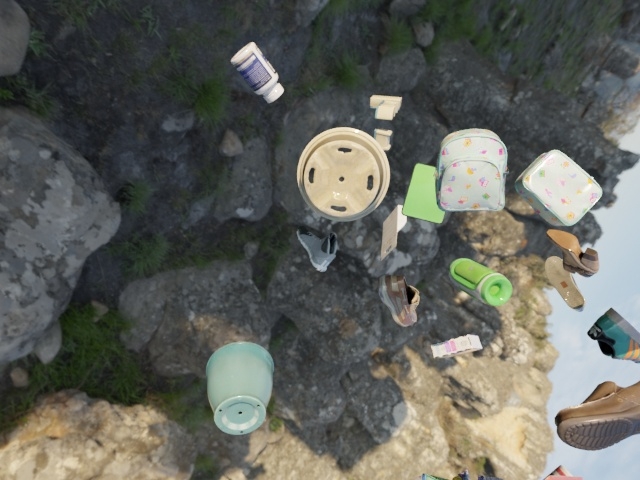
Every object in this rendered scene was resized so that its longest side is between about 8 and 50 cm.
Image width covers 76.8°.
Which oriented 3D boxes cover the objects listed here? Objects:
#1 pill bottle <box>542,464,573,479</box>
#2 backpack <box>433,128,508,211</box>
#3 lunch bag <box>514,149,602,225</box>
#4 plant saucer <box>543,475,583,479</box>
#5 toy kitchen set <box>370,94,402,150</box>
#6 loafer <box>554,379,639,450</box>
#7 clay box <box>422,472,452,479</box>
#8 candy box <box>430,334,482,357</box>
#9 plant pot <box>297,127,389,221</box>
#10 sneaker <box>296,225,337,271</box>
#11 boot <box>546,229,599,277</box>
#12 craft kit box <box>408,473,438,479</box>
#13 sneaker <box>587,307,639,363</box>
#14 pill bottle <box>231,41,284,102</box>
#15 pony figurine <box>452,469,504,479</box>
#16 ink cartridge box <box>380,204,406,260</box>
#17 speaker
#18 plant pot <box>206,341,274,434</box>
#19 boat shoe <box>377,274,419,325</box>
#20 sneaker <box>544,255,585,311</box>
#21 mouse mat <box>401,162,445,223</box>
[{"bbox_3d":[0.691,0.770,1.196,0.180,0.108,0.108,-42,157,2],"label":"pill bottle"},{"bbox_3d":[0.351,-0.161,0.946,0.144,0.165,0.189,-44,132,-62],"label":"backpack"},{"bbox_3d":[0.938,-0.205,1.593,0.224,0.279,0.108,-47,179,-1],"label":"lunch bag"},{"bbox_3d":[0.558,0.707,1.019,0.259,0.048,0.258,27,101,-37],"label":"plant saucer"},{"bbox_3d":[0.241,-0.473,1.621,0.207,0.122,0.166,-56,152,-53],"label":"toy kitchen set"},{"bbox_3d":[0.798,0.470,1.116,0.365,0.130,0.134,-5,120,-11],"label":"loafer"},{"bbox_3d":[0.616,1.190,1.951,0.127,0.222,0.053,52,44,-39],"label":"clay box"},{"bbox_3d":[0.667,0.522,1.982,0.196,0.070,0.164,-25,153,29],"label":"candy box"},{"bbox_3d":[0.072,-0.206,1.305,0.334,0.333,0.305,-58,-177,11],"label":"plant pot"},{"bbox_3d":[0.000,0.000,1.563,0.086,0.229,0.132,16,125,-47],"label":"sneaker"},{"bbox_3d":[0.542,0.033,0.877,0.042,0.118,0.087,-39,142,-14],"label":"boot"},{"bbox_3d":[0.260,0.875,1.226,0.247,0.061,0.250,-49,-165,41],"label":"craft kit box"},{"bbox_3d":[0.962,0.331,1.290,0.121,0.302,0.108,-46,-159,20],"label":"sneaker"},{"bbox_3d":[-0.194,-0.526,1.280,0.094,0.094,0.169,-48,122,-10],"label":"pill bottle"},{"bbox_3d":[0.576,0.992,1.437,0.302,0.351,0.364,-22,118,6],"label":"pony figurine"},{"bbox_3d":[0.362,-0.030,1.998,0.189,0.066,0.232,122,-24,-59],"label":"ink cartridge box"},{"bbox_3d":[0.623,0.158,1.607,0.131,0.131,0.296,-55,-166,4],"label":"speaker"},{"bbox_3d":[-0.303,0.574,1.534,0.271,0.255,0.272,-4,114,-10],"label":"plant pot"},{"bbox_3d":[0.326,0.237,1.564,0.116,0.123,0.324,-16,140,22],"label":"boat shoe"},{"bbox_3d":[0.947,0.175,1.572,0.083,0.222,0.118,-26,149,23],"label":"sneaker"},{"bbox_3d":[0.376,-0.162,1.397,0.007,0.152,0.190,-76,180,-78],"label":"mouse mat"}]
